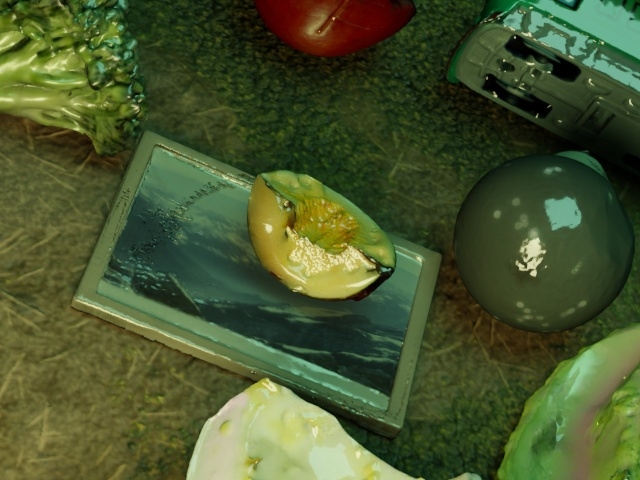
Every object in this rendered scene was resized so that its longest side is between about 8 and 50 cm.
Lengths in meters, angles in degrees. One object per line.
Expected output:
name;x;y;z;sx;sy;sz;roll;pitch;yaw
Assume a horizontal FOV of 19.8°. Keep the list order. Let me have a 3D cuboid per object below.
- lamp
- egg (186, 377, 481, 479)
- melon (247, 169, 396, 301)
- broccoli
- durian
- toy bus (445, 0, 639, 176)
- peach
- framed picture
lamp;0.257;-0.006;1.906;0.182;0.182;0.314;45;26;16
egg;0.019;0.262;1.539;0.271;0.162;0.206;17;72;34
melon;0.000;0.000;1.792;0.160;0.079;0.128;34;24;6
broccoli;-0.305;-0.202;1.791;0.245;0.248;0.288;-28;73;-1
durian;0.265;0.195;1.709;0.157;0.169;0.355;27;40;-2
toy bus;0.337;-0.210;2.063;0.343;0.183;0.199;27;68;-3
peach;0.023;-0.310;1.993;0.196;0.226;0.190;42;49;12
framed picture;-0.054;0.038;1.794;0.335;0.022;0.247;23;45;-6
